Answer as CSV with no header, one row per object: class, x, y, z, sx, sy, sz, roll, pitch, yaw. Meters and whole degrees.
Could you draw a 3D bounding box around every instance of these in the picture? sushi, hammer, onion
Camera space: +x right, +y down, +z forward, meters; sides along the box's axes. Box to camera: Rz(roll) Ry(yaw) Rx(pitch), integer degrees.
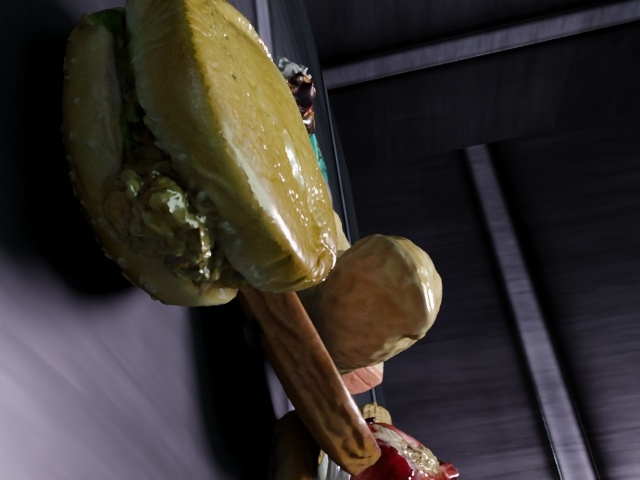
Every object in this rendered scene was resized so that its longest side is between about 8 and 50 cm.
sushi,-0.058,-0.172,0.958,0.226,0.097,0.103,106,-18,-69
hammer,-0.001,0.243,0.887,0.246,0.029,0.103,-103,-150,-65
onion,0.127,0.426,1.162,0.272,0.195,0.272,42,7,-7

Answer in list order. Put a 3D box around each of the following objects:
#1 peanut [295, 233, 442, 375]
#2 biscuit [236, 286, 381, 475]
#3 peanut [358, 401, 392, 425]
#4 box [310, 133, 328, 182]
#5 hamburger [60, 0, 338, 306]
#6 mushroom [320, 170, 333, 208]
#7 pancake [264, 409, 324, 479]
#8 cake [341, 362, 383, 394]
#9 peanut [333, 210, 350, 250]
peanut,0.041,0.078,0.846,0.313,0.152,0.152,139,-58,-69
biscuit,-0.029,0.094,0.689,0.277,0.052,0.262,61,-4,12
peanut,0.109,0.396,1.502,0.194,0.083,0.093,-50,129,-83
box,-0.002,-0.100,1.600,0.161,0.042,0.226,68,13,-67
hamburger,-0.075,-0.049,0.423,0.215,0.122,0.189,-40,112,-79
mushroom,-0.036,-0.029,0.901,0.270,0.103,0.118,90,-18,-82
pancake,-0.011,0.289,0.682,0.266,0.057,0.244,47,33,-81
cake,0.067,0.205,1.469,0.109,0.090,0.225,-84,161,-53
peanut,0.000,0.000,1.191,0.214,0.090,0.099,69,23,-64
